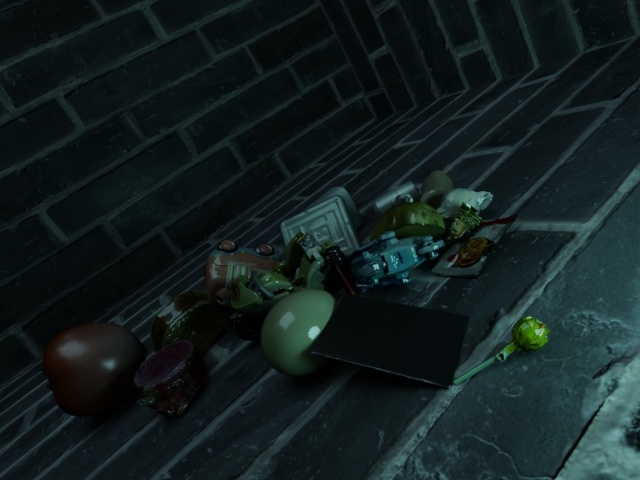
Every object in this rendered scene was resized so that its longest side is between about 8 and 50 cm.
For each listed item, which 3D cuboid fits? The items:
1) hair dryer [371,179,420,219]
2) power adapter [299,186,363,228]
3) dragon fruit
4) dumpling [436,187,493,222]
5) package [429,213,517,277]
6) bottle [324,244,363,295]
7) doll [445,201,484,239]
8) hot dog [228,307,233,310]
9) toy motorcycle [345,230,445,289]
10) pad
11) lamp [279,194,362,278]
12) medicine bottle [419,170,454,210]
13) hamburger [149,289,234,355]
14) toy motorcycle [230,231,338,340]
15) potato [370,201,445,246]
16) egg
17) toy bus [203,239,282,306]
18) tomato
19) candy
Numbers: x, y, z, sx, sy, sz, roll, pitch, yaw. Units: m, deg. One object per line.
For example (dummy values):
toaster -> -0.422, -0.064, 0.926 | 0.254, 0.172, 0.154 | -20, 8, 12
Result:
hair dryer -> 0.268, -0.129, 1.461 | 0.173, 0.108, 0.357 | -31, -1, 7
power adapter -> 0.065, -0.104, 1.715 | 0.255, 0.187, 0.124 | -41, 22, -25
dragon fruit -> -0.446, 0.424, 1.286 | 0.211, 0.147, 0.282 | -18, 24, 10
dumpling -> 0.417, -0.100, 1.287 | 0.188, 0.108, 0.127 | -21, -13, 9
package -> 0.409, 0.014, 1.142 | 0.239, 0.030, 0.154 | -43, 20, -27
bottle -> 0.068, 0.089, 1.266 | 0.060, 0.164, 0.060 | -28, 20, 11
doll -> 0.403, -0.042, 1.197 | 0.078, 0.076, 0.113 | -99, 30, -68
hot dog -> -0.328, 0.195, 1.758 | 0.115, 0.072, 0.269 | -34, 18, 16
toy motorcycle -> 0.208, 0.049, 1.210 | 0.260, 0.154, 0.206 | -19, -3, 0
pad -> 0.151, 0.205, 0.934 | 0.299, 0.005, 0.202 | 6, 37, 27
lamp -> 0.000, 0.000, 1.525 | 0.266, 0.047, 0.269 | -26, 64, 13
medicine bottle -> 0.401, -0.168, 1.475 | 0.114, 0.114, 0.252 | -22, 21, 26
hamburger -> -0.463, 0.297, 1.495 | 0.132, 0.211, 0.309 | 1, 35, 50
toy motorcycle -> -0.107, 0.137, 1.323 | 0.410, 0.237, 0.169 | -35, 47, -12
potato -> 0.254, -0.056, 1.285 | 0.160, 0.111, 0.271 | 5, -17, -24
egg -> -0.041, 0.220, 1.071 | 0.188, 0.189, 0.254 | -15, 21, 39
toy bus -> -0.272, 0.140, 1.525 | 0.287, 0.194, 0.232 | 8, 36, -13
tomato -> -0.762, 0.428, 1.479 | 0.321, 0.322, 0.321 | -28, 19, 11
candy -> 0.323, 0.207, 0.781 | 0.194, 0.062, 0.058 | -38, 15, 11
